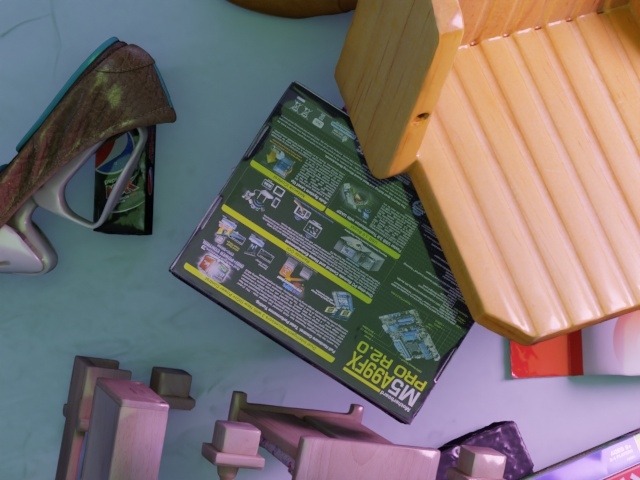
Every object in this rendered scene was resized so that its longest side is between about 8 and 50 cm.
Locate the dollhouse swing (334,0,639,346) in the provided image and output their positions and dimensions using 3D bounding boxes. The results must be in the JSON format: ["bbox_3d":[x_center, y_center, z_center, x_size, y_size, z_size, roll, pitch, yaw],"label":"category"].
[{"bbox_3d":[0.245,-0.134,1.740,0.347,0.315,0.305,-15,59,-26],"label":"dollhouse swing"}]

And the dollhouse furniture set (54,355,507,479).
[{"bbox_3d":[-0.050,0.239,1.860,0.355,0.303,0.174,8,95,-21],"label":"dollhouse furniture set"}]

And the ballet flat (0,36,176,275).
[{"bbox_3d":[-0.270,-0.046,1.885,0.342,0.116,0.124,-42,91,11],"label":"ballet flat"}]

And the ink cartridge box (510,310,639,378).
[{"bbox_3d":[0.280,0.064,1.952,0.179,0.045,0.145,-2,87,-4],"label":"ink cartridge box"}]

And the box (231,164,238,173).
[{"bbox_3d":[0.000,0.000,1.913,0.103,0.114,0.203,-26,87,-3],"label":"box"}]

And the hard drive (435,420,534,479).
[{"bbox_3d":[0.081,0.347,1.888,0.339,0.064,0.237,-23,89,-17],"label":"hard drive"}]

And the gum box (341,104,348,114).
[{"bbox_3d":[0.075,-0.055,1.920,0.062,0.107,0.188,-24,88,-2],"label":"gum box"}]

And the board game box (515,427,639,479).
[{"bbox_3d":[0.269,0.316,1.889,0.317,0.046,0.213,-20,89,-22],"label":"board game box"}]

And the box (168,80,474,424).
[{"bbox_3d":[0.027,0.012,1.826,0.270,0.060,0.216,32,85,-1],"label":"box"}]

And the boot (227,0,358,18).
[{"bbox_3d":[0.033,-0.279,1.877,0.295,0.211,0.104,2,87,-1],"label":"boot"}]

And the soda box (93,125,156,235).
[{"bbox_3d":[-0.194,-0.090,1.939,0.053,0.060,0.169,1,87,4],"label":"soda box"}]
